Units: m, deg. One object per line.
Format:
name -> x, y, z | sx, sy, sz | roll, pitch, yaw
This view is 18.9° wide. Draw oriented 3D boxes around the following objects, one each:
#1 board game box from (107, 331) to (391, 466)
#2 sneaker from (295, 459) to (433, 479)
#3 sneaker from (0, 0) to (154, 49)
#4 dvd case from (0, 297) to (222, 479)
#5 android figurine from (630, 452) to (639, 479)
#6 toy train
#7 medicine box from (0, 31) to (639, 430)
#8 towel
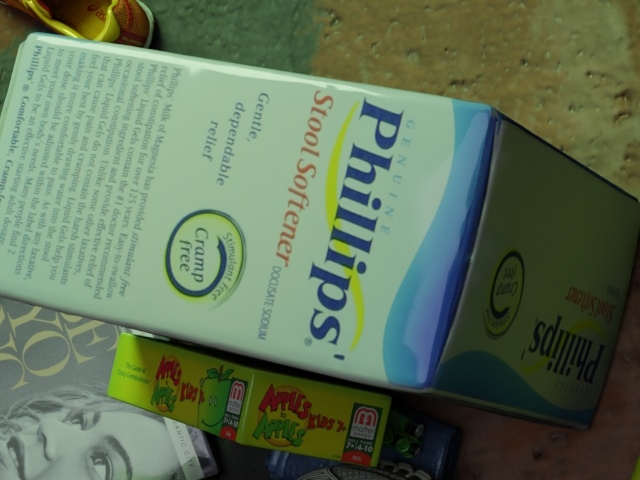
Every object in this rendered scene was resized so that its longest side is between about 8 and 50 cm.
board game box -> -0.046, 0.093, 1.145 | 0.181, 0.092, 0.043 | 8, 85, 60
sneaker -> 0.046, 0.185, 1.083 | 0.225, 0.093, 0.088 | 25, 105, 49
sneaker -> -0.189, -0.180, 1.323 | 0.175, 0.067, 0.064 | 29, 95, 28
dvd case -> -0.193, 0.113, 1.265 | 0.221, 0.018, 0.164 | -22, 83, 10
android figurine -> 0.288, 0.128, 1.013 | 0.248, 0.056, 0.273 | 12, 70, 34
toy train -> 0.027, 0.106, 1.165 | 0.083, 0.017, 0.023 | 24, 79, 27
medicine box -> 0.000, 0.000, 1.091 | 0.289, 0.263, 0.149 | 11, 86, 26
towel -> 0.026, 0.130, 1.187 | 0.119, 0.029, 0.067 | 15, 87, 27
